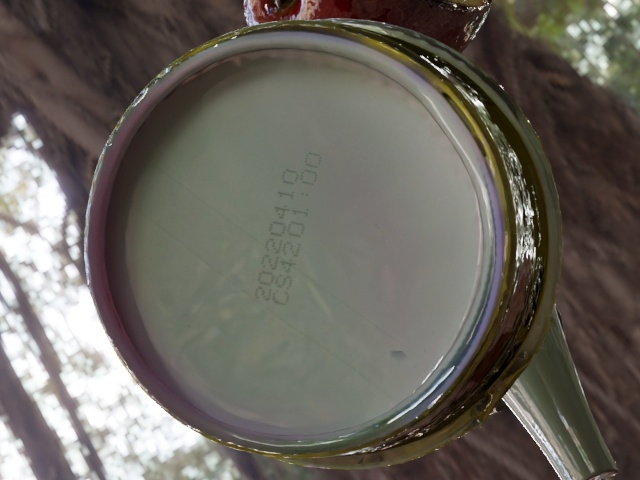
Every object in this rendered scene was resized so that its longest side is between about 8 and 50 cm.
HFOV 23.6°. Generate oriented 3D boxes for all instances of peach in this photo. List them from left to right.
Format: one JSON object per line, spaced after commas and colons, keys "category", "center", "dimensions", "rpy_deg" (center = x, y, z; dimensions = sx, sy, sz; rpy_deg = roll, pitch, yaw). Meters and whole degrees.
{"category": "peach", "center": [0.043, -0.281, 1.720], "dimensions": [0.201, 0.258, 0.361], "rpy_deg": [-46, -16, 30]}

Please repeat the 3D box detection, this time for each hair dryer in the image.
{"category": "hair dryer", "center": [0.178, 0.153, 1.311], "dimensions": [0.092, 0.229, 0.267], "rpy_deg": [-21, -45, -12]}

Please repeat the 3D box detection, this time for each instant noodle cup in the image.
{"category": "instant noodle cup", "center": [0.000, 0.000, 0.976], "dimensions": [0.325, 0.326, 0.254], "rpy_deg": [-37, -4, 4]}
